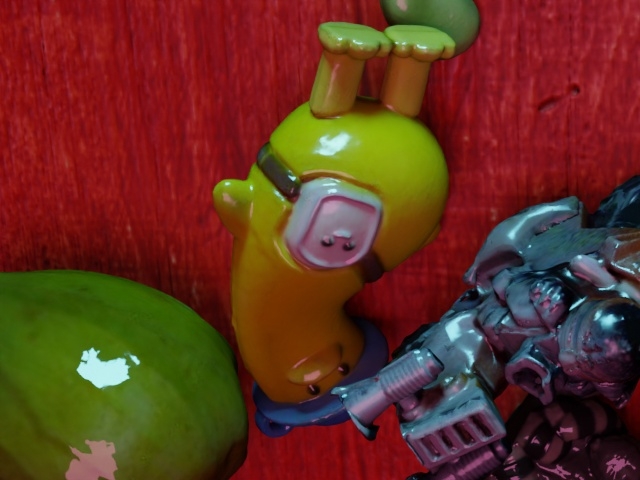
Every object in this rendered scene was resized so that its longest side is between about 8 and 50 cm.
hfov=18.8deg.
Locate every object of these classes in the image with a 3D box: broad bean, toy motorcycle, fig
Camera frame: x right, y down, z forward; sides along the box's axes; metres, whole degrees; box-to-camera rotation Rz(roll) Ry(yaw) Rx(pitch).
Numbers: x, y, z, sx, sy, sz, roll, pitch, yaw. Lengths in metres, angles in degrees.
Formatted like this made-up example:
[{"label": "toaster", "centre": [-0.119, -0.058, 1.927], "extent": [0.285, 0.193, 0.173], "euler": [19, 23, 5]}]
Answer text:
[{"label": "broad bean", "centre": [0.080, -0.170, 1.457], "extent": [0.083, 0.045, 0.063], "euler": [34, 104, -9]}, {"label": "toy motorcycle", "centre": [0.125, 0.098, 1.417], "extent": [0.401, 0.207, 0.134], "euler": [-34, 112, 9]}, {"label": "fig", "centre": [-0.192, 0.129, 1.540], "extent": [0.271, 0.239, 0.239], "euler": [43, 115, -2]}]

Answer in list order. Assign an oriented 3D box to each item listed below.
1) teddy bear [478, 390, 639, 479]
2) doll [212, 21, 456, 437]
[{"label": "teddy bear", "centre": [0.242, 0.192, 1.504], "extent": [0.251, 0.144, 0.171], "euler": [18, 103, 4]}, {"label": "doll", "centre": [0.000, 0.000, 1.484], "extent": [0.199, 0.145, 0.363], "euler": [3, 119, -23]}]
